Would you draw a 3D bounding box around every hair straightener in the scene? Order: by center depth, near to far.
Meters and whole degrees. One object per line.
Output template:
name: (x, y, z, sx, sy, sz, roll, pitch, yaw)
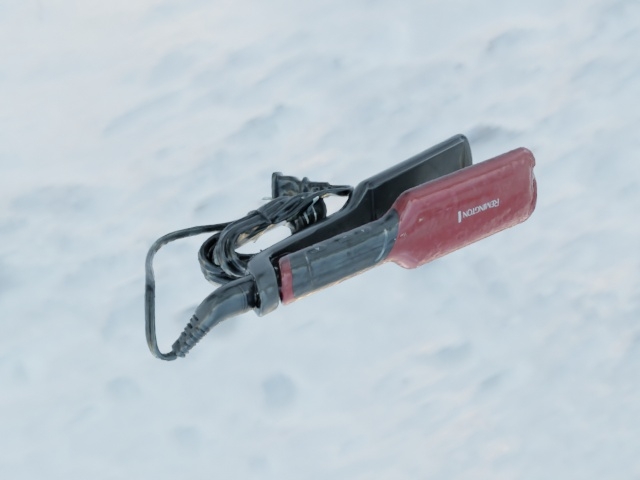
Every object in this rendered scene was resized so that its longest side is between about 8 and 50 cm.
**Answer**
hair straightener: (0.000, 0.000, 0.796, 0.230, 0.089, 0.047, -29, 122, -37)
